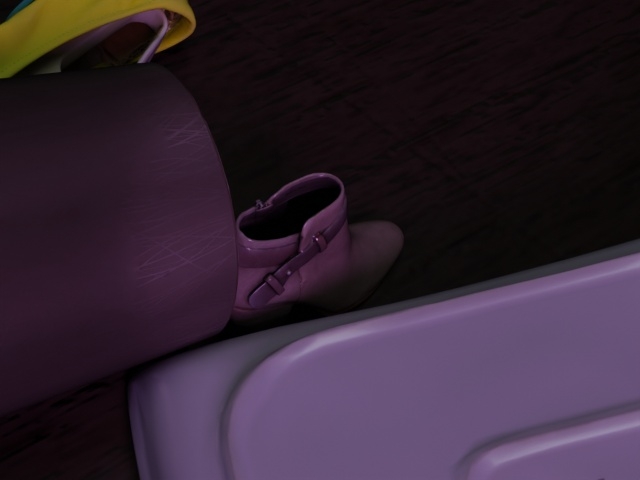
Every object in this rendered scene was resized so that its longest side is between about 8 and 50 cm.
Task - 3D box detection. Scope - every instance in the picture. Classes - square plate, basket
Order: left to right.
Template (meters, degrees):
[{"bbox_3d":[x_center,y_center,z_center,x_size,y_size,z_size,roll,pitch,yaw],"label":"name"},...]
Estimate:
[{"bbox_3d":[-0.163,0.007,0.519,0.227,0.154,0.204,-15,23,-27],"label":"basket"},{"bbox_3d":[0.109,0.115,0.456,0.344,0.049,0.347,-14,41,-4],"label":"square plate"}]

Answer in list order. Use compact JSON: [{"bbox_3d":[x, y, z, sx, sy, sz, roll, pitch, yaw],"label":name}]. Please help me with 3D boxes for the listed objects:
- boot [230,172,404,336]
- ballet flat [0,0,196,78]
[{"bbox_3d":[0.000,0.000,0.589,0.118,0.087,0.042,-33,64,-29],"label":"boot"},{"bbox_3d":[-0.150,-0.077,0.634,0.077,0.077,0.231,43,56,4],"label":"ballet flat"}]
